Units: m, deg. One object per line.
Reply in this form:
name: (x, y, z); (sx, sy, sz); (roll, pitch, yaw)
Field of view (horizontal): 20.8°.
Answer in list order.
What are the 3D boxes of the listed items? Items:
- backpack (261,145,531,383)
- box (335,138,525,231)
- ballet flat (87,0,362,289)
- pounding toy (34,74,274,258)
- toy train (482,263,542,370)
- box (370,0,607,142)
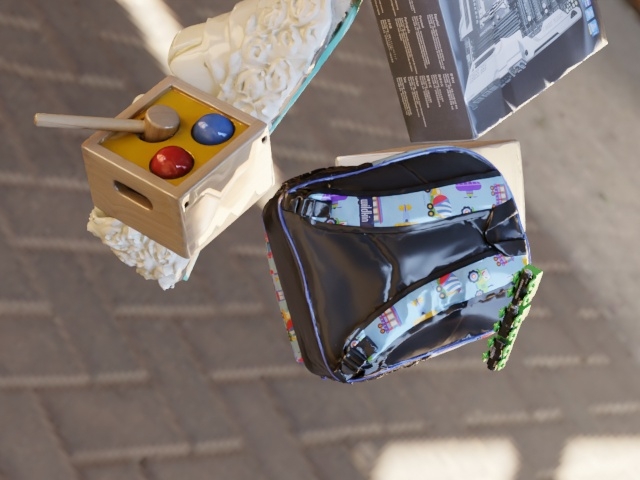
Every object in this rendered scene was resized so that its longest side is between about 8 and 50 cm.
backpack: (0.058, 0.012, 1.269); (0.117, 0.173, 0.158); (163, -91, -76)
box: (0.133, -0.048, 2.013); (0.311, 0.148, 0.121); (-16, 103, -71)
ballet flat: (-0.105, -0.114, 1.609); (0.147, 0.409, 0.147); (22, 37, -18)
pounding toy: (-0.136, -0.073, 1.430); (0.141, 0.100, 0.130); (29, 54, 28)
toy train: (0.132, 0.053, 1.191); (0.017, 0.083, 0.024); (30, 31, 21)
box: (0.131, -0.271, 1.526); (0.242, 0.076, 0.307); (-35, 116, -45)
